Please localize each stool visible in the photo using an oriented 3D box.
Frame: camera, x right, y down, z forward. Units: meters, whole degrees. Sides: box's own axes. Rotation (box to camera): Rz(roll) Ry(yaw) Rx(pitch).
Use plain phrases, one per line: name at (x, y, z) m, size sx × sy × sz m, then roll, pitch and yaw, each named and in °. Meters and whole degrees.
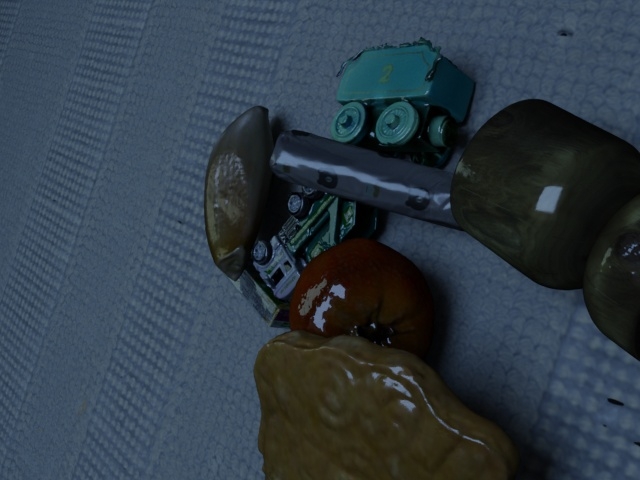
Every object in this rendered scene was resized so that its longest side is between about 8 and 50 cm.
stool at (0.286, -0.020, 0.840) m, size 0.264 × 0.179 × 0.179 m, roll 43°, pitch 109°, yaw 43°

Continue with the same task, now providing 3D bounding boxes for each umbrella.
umbrella at (0.089, -0.076, 1.057) m, size 0.337 × 0.067 × 0.073 m, roll 18°, pitch 91°, yaw 21°

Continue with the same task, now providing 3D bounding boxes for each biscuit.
biscuit at (0.065, 0.290, 0.939) m, size 0.385 × 0.062 × 0.365 m, roll 15°, pitch 117°, yaw 39°

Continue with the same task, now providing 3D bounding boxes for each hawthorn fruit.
hawthorn fruit at (0.052, 0.083, 1.073) m, size 0.196 × 0.196 × 0.225 m, roll -58°, pitch 16°, yaw 16°

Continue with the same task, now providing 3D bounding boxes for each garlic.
garlic at (-0.135, -0.081, 1.316) m, size 0.143 × 0.112 × 0.318 m, roll -43°, pitch 41°, yaw 50°

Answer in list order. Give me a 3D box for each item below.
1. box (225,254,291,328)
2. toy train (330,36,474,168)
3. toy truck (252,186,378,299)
box at (-0.105, 0.073, 1.307) m, size 0.207 × 0.050 × 0.041 m, roll 42°, pitch 112°, yaw 44°
toy train at (0.109, -0.187, 1.126) m, size 0.203 × 0.112 × 0.163 m, roll 8°, pitch 77°, yaw 45°
toy truck at (0.000, 0.000, 1.181) m, size 0.216 × 0.110 × 0.116 m, roll -49°, pitch 53°, yaw 26°
